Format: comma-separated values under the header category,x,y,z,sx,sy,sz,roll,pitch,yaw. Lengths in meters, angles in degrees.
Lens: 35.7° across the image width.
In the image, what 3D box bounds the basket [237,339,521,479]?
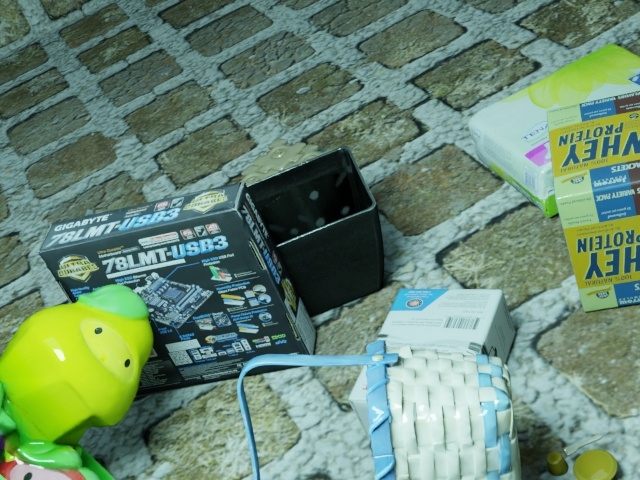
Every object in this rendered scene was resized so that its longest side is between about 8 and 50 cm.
category,x,y,z,sx,sy,sz,roll,pitch,yaw
basket,0.065,0.239,1.059,0.289,0.254,0.201,-5,15,1

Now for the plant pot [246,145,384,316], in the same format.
category,x,y,z,sx,sy,sz,roll,pitch,yaw
plant pot,0.000,0.000,1.480,0.188,0.167,0.188,-23,34,2

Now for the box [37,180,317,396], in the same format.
category,x,y,z,sx,sy,sz,roll,pitch,yaw
box,-0.190,0.076,1.374,0.296,0.293,0.073,-13,35,16

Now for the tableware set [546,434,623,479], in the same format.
category,x,y,z,sx,sy,sz,roll,pitch,yaw
tableware set,0.285,0.284,1.067,0.104,0.024,0.154,-24,36,5

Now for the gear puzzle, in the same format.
category,x,y,z,sx,sy,sz,roll,pitch,yaw
gear puzzle,-0.110,-0.051,1.729,0.176,0.044,0.339,15,52,40

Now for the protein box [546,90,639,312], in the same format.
category,x,y,z,sx,sy,sz,roll,pitch,yaw
protein box,0.386,-0.051,1.299,0.136,0.199,0.201,-11,37,17

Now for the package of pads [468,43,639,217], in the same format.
category,x,y,z,sx,sy,sz,roll,pitch,yaw
package of pads,0.407,-0.182,1.549,0.297,0.101,0.229,-28,35,-8

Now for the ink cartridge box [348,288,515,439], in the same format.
category,x,y,z,sx,sy,sz,roll,pitch,yaw
ink cartridge box,0.145,0.158,1.256,0.148,0.085,0.203,0,42,30

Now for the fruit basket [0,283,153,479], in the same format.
category,x,y,z,sx,sy,sz,roll,pitch,yaw
fruit basket,-0.344,0.214,1.191,0.392,0.392,0.283,-26,12,-3
